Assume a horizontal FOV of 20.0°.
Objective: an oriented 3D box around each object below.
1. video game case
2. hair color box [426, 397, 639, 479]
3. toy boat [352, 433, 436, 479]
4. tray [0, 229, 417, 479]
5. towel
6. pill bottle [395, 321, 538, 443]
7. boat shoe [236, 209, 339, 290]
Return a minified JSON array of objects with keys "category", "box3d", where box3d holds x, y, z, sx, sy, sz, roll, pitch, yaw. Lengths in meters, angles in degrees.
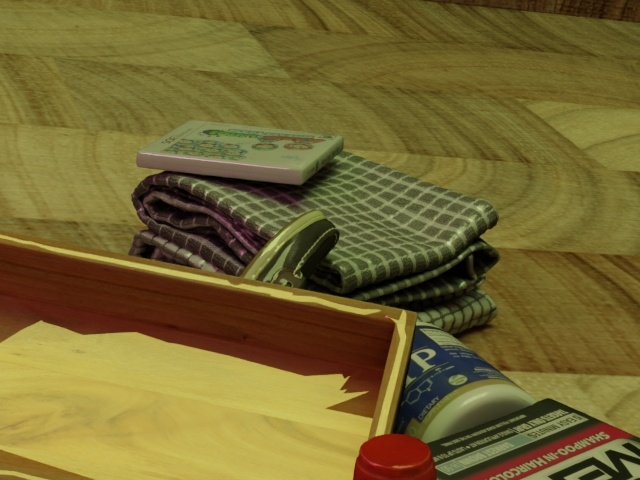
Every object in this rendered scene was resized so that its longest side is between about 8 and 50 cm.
[{"category":"video game case","box3d":[-0.071,-0.083,1.671,0.157,0.019,0.143,7,17,14]},{"category":"hair color box","box3d":[0.231,0.228,1.096,0.374,0.113,0.185,24,23,35]},{"category":"toy boat","box3d":[-0.016,0.230,0.964,0.267,0.148,0.318,13,25,27]},{"category":"tray","box3d":[-0.156,0.105,1.213,0.411,0.076,0.203,11,48,6]},{"category":"towel","box3d":[0.000,0.000,1.658,0.284,0.121,0.235,23,23,36]},{"category":"pill bottle","box3d":[0.076,0.123,1.336,0.112,0.112,0.187,-1,20,-29]},{"category":"boat shoe","box3d":[-0.045,0.066,1.441,0.073,0.080,0.223,34,54,13]}]
